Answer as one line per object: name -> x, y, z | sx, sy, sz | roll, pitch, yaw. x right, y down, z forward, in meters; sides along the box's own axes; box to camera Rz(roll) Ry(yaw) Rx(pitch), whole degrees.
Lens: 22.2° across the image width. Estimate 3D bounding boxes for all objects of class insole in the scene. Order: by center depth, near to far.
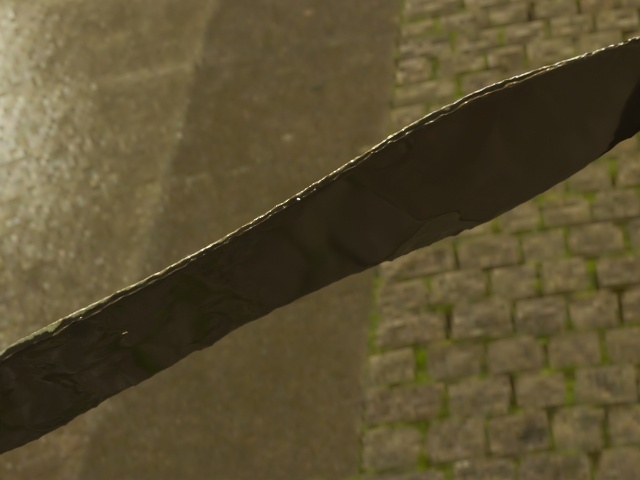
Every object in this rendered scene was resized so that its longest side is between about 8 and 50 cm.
insole -> 0.000, 0.000, 0.627 | 0.348, 0.119, 0.009 | -27, 68, -3
